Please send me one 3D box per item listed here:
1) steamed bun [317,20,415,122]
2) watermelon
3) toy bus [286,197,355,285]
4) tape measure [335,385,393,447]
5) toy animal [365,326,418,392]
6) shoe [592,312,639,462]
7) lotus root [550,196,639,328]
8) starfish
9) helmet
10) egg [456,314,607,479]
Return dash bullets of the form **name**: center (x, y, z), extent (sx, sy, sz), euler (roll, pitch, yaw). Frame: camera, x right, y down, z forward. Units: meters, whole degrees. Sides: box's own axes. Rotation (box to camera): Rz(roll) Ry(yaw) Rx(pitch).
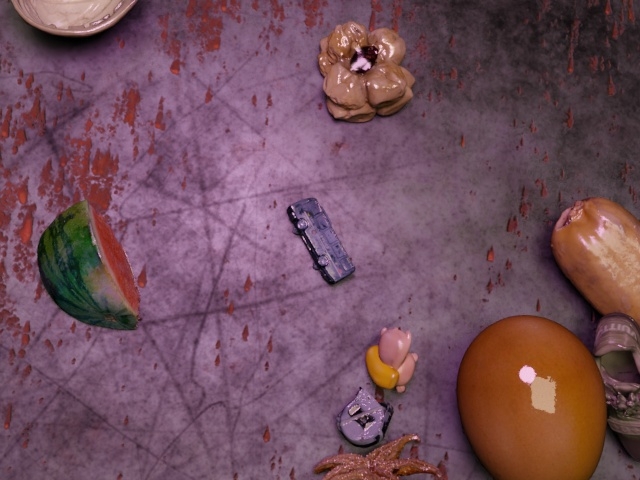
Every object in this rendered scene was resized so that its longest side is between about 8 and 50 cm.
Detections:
- **steamed bun**: center (0.094, -0.322, 1.634), extent (0.192, 0.106, 0.178), euler (1, 80, -11)
- **watermelon**: center (-0.415, 0.062, 1.485), extent (0.146, 0.128, 0.231), euler (-20, 85, 5)
- **toy bus**: center (0.000, 0.000, 1.587), extent (0.065, 0.047, 0.166), euler (-28, 86, -18)
- **tape measure**: center (0.080, 0.318, 1.523), extent (0.091, 0.054, 0.094), euler (26, 67, 26)
- **toy animal**: center (0.134, 0.213, 1.558), extent (0.082, 0.091, 0.114), euler (15, 89, -35)
- **shoe**: center (0.545, 0.286, 1.537), extent (0.109, 0.149, 0.293), euler (-13, 98, 29)
- **lotus root**: center (0.575, 0.068, 1.618), extent (0.169, 0.151, 0.343), euler (-42, 93, 5)
- **starfish**: center (0.097, 0.390, 1.473), extent (0.240, 0.227, 0.043), euler (-24, 112, -44)
- **helmet**: center (-0.418, -0.454, 1.557), extent (0.257, 0.137, 0.204), euler (-28, 85, -7)
- **egg**: center (0.364, 0.289, 1.486), extent (0.250, 0.250, 0.323), euler (-10, 89, -11)
